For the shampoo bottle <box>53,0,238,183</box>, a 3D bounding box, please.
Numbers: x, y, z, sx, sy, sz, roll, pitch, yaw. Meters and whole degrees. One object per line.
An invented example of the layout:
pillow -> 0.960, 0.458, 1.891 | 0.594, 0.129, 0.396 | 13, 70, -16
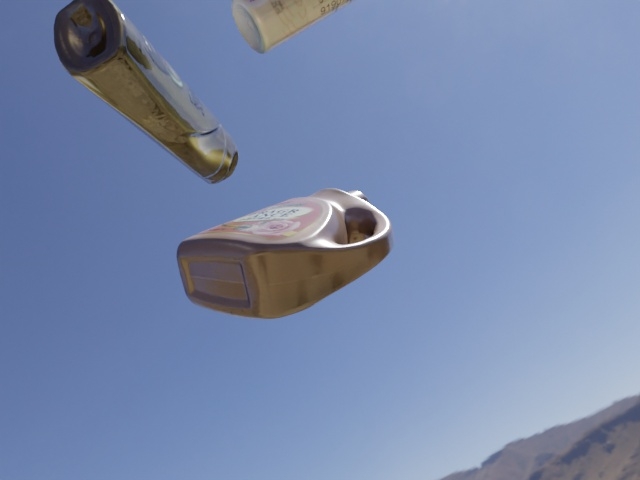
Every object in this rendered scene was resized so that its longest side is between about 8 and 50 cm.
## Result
shampoo bottle -> -0.204, -0.174, 0.781 | 0.084, 0.125, 0.350 | -28, -22, 6

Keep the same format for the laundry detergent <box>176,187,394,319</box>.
laundry detergent -> 0.000, 0.000, 0.571 | 0.171, 0.076, 0.237 | 4, 20, 41

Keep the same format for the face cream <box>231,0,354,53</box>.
face cream -> 0.011, -0.348, 0.783 | 0.269, 0.082, 0.082 | -36, -27, -15
